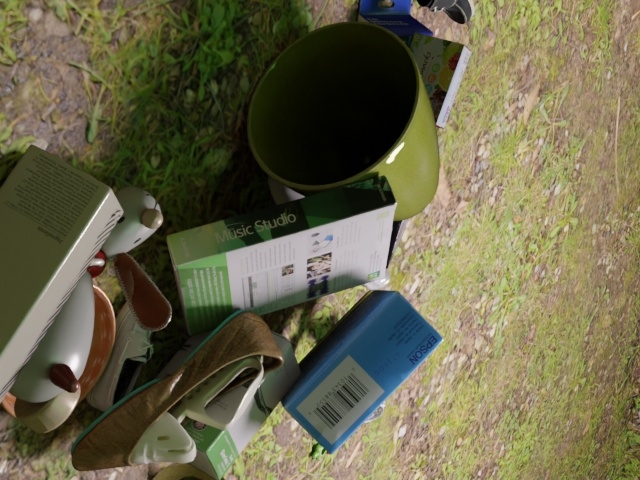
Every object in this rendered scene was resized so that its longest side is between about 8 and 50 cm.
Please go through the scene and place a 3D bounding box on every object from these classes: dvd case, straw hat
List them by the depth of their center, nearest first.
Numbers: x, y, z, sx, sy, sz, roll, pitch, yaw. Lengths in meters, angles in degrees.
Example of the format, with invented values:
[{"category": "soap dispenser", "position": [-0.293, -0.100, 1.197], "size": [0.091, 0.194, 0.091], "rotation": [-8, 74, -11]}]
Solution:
[{"category": "straw hat", "position": [-0.212, 0.404, 1.732], "size": [0.061, 0.144, 0.145], "rotation": [-91, -173, -69]}, {"category": "dvd case", "position": [0.153, -0.062, 1.946], "size": [0.253, 0.022, 0.180], "rotation": [-53, 160, -74]}]

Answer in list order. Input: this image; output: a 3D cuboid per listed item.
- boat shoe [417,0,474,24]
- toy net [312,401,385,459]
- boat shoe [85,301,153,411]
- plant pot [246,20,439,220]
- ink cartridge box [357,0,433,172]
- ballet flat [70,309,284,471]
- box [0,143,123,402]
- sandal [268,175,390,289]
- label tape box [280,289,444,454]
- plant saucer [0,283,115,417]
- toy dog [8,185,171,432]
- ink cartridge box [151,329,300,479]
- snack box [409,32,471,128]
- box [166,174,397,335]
[{"category": "boat shoe", "position": [0.197, -0.440, 1.871], "size": [0.079, 0.084, 0.233], "rotation": [-59, 144, -1]}, {"category": "toy net", "position": [0.071, 0.367, 2.149], "size": [0.232, 0.045, 0.122], "rotation": [-16, 120, -52]}, {"category": "boat shoe", "position": [-0.270, 0.159, 1.516], "size": [0.184, 0.063, 0.066], "rotation": [-61, 147, -11]}, {"category": "plant pot", "position": [0.073, -0.146, 1.665], "size": [0.275, 0.274, 0.293], "rotation": [-63, 148, -10]}, {"category": "ink cartridge box", "position": [0.114, -0.268, 1.852], "size": [0.165, 0.065, 0.333], "rotation": [-16, 119, -51]}, {"category": "ballet flat", "position": [-0.185, 0.235, 1.506], "size": [0.342, 0.124, 0.116], "rotation": [-37, 155, -28]}, {"category": "box", "position": [-0.339, 0.042, 1.176], "size": [0.275, 0.113, 0.094], "rotation": [-58, 173, -13]}, {"category": "sandal", "position": [0.005, 0.012, 1.799], "size": [0.102, 0.169, 0.416], "rotation": [-31, 149, 14]}, {"category": "label tape box", "position": [0.051, 0.205, 1.759], "size": [0.249, 0.115, 0.347], "rotation": [-46, 180, -6]}, {"category": "plant saucer", "position": [-0.356, 0.141, 1.406], "size": [0.200, 0.037, 0.200], "rotation": [-30, 130, -44]}, {"category": "toy dog", "position": [-0.286, 0.074, 1.292], "size": [0.220, 0.161, 0.334], "rotation": [28, 74, -46]}, {"category": "ink cartridge box", "position": [-0.157, 0.230, 1.632], "size": [0.219, 0.160, 0.093], "rotation": [-49, 145, -28]}, {"category": "snack box", "position": [0.183, -0.270, 1.800], "size": [0.037, 0.100, 0.141], "rotation": [18, 92, -58]}, {"category": "box", "position": [-0.054, 0.026, 1.549], "size": [0.321, 0.059, 0.232], "rotation": [-17, 153, -11]}]
